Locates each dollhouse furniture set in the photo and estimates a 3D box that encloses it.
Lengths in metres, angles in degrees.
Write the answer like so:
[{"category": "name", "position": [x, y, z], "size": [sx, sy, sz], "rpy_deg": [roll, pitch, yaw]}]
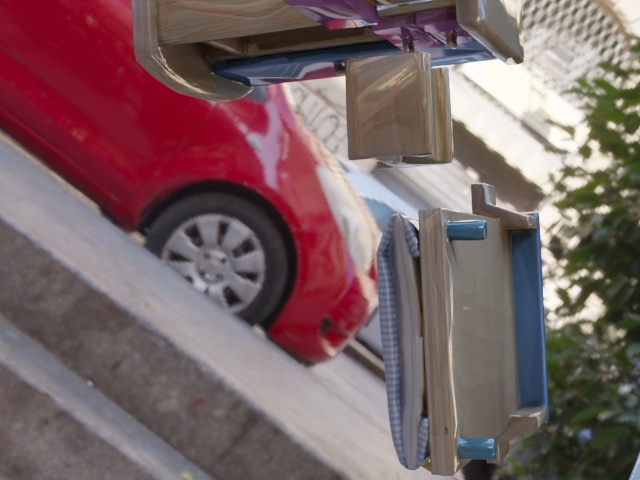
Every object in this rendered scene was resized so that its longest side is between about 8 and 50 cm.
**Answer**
[{"category": "dollhouse furniture set", "position": [0.000, 0.000, 0.514], "size": [0.198, 0.303, 0.286], "rpy_deg": [-4, -1, 22]}]

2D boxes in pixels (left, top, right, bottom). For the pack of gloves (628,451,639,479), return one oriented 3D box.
[{"category": "pack of gloves", "position": [0.265, 0.230, 0.630], "size": [0.195, 0.232, 0.046], "rpy_deg": [38, -30, -4]}]
